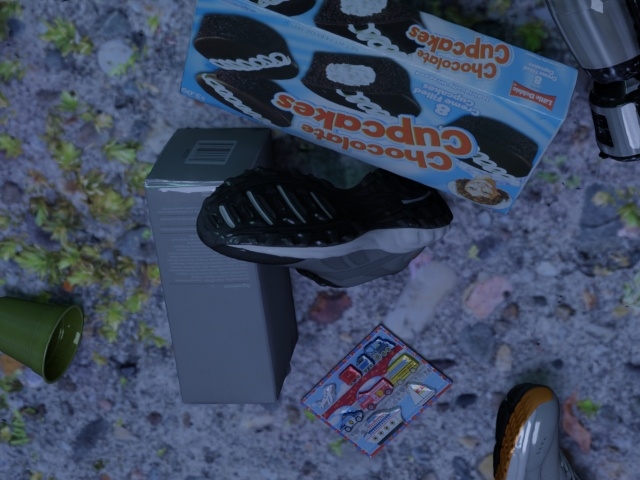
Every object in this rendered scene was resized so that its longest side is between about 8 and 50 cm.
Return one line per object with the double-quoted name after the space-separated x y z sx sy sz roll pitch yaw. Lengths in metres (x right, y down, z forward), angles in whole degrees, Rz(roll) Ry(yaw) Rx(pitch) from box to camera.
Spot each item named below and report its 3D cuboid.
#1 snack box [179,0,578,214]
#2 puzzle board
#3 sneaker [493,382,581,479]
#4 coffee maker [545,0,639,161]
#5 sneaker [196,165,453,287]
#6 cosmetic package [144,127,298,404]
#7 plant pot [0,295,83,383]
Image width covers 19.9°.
0.044 -0.137 1.584 0.322 0.060 0.187 20 154 0 "snack box"
0.055 0.153 1.815 0.096 0.011 0.128 39 118 -11 "puzzle board"
0.230 0.248 1.797 0.121 0.099 0.262 2 126 1 "sneaker"
0.288 -0.175 1.538 0.171 0.120 0.178 -19 113 18 "coffee maker"
0.000 0.000 1.623 0.108 0.271 0.100 -56 53 31 "sneaker"
-0.089 0.025 1.709 0.107 0.127 0.238 1 116 10 "cosmetic package"
-0.290 0.090 1.812 0.079 0.083 0.083 20 120 14 "plant pot"
